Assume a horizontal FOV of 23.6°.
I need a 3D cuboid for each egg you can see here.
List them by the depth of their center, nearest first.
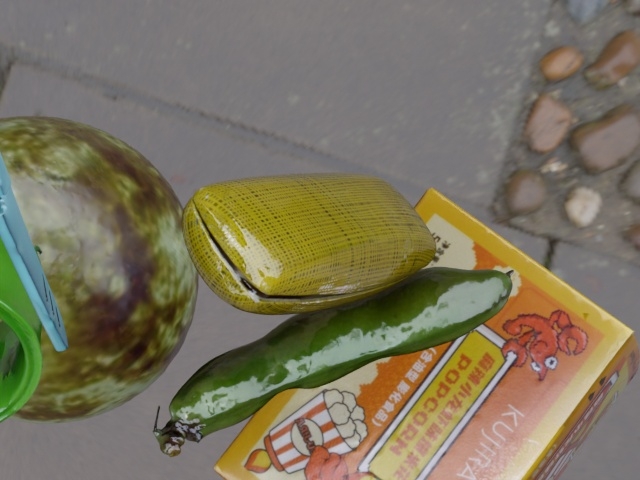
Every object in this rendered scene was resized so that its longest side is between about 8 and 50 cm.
[{"bbox_3d":[-0.220,0.016,1.193,0.238,0.289,0.238,-6,61,11],"label":"egg"}]

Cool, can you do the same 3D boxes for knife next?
[{"bbox_3d":[-0.074,-0.009,0.361,0.005,0.014,0.091,-12,126,3],"label":"knife"}]

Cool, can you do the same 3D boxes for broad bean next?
[{"bbox_3d":[0.009,0.066,0.974,0.255,0.065,0.046,-22,122,-10],"label":"broad bean"}]

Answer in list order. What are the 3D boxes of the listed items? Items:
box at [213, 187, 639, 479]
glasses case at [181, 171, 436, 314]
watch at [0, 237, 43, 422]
[{"bbox_3d":[0.095,0.152,1.262,0.214,0.259,0.283,36,84,13],"label":"box"},{"bbox_3d":[0.000,0.000,0.877,0.064,0.234,0.079,-39,76,23],"label":"glasses case"},{"bbox_3d":[-0.223,0.036,0.790,0.152,0.165,0.131,-6,44,-1],"label":"watch"}]
